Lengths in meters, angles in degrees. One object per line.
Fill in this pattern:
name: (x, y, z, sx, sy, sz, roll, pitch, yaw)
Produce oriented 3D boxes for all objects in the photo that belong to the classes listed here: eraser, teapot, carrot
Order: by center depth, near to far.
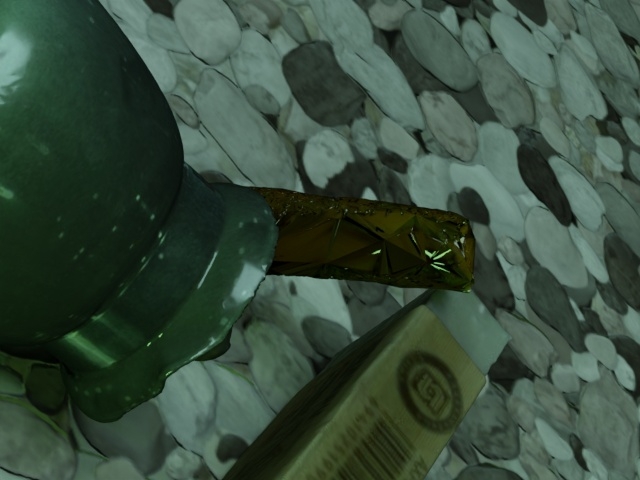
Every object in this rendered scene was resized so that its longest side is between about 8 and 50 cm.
teapot: (-0.175, -0.018, 1.068, 0.285, 0.305, 0.223, 42, 71, -27)
eraser: (0.007, 0.146, 1.131, 0.078, 0.144, 0.343, 50, 35, -4)
carrot: (0.000, -0.001, 1.206, 0.069, 0.228, 0.069, 5, 90, -74)
